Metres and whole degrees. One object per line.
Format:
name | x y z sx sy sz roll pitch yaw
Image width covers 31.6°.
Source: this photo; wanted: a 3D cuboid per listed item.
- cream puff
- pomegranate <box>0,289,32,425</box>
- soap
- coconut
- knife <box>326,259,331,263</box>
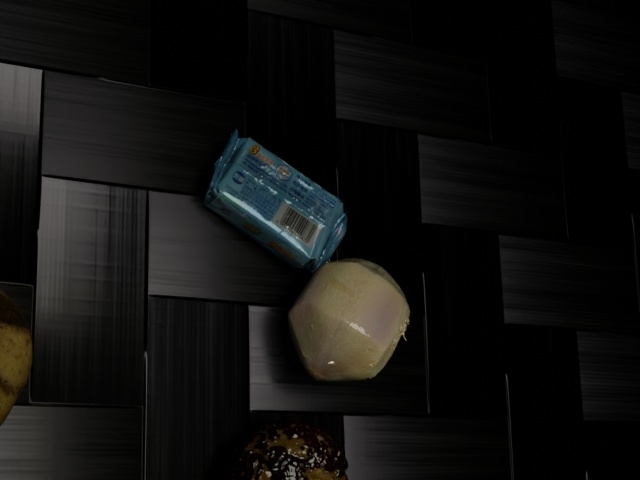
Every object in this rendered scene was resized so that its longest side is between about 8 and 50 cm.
cream puff | -0.055 0.432 1.985 0.239 0.165 0.239 7 76 -30
pomegranate | -0.572 0.184 1.698 0.281 0.281 0.281 8 73 -28
soap | -0.084 -0.067 2.140 0.293 0.077 0.156 36 63 -12
coconut | 0.046 0.160 2.091 0.224 0.224 0.234 33 56 -19
knife | 0.000 0.000 2.216 0.031 0.018 0.121 -13 86 -30
